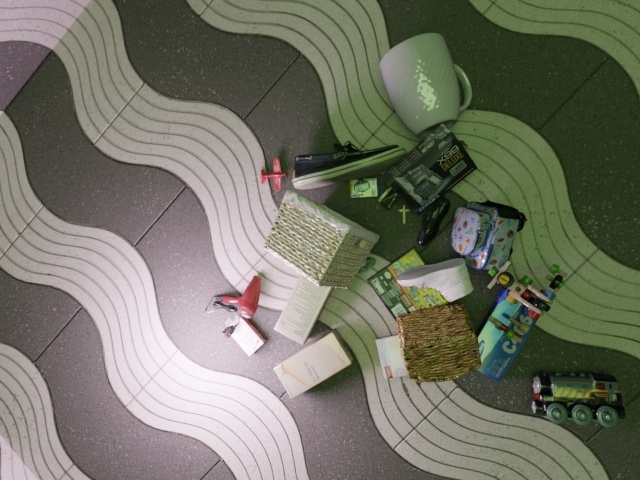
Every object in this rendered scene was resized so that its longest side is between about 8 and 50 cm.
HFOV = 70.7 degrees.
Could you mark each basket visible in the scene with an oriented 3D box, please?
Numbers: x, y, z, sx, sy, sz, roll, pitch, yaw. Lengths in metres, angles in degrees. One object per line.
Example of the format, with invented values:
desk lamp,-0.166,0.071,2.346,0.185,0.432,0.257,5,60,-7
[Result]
basket,0.000,0.000,1.819,0.331,0.328,0.267,33,98,26
basket,0.473,0.417,1.815,0.298,0.223,0.214,-14,113,10

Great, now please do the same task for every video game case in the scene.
video game case,0.378,0.210,1.929,0.248,0.035,0.275,-36,83,8

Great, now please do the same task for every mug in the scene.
mug,0.455,-0.607,1.820,0.373,0.276,0.329,-14,84,-24

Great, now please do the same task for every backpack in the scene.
backpack,0.642,-0.013,1.770,0.212,0.276,0.264,-1,103,-5

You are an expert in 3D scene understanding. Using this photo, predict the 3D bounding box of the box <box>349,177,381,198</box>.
box,0.196,-0.228,1.967,0.136,0.028,0.081,-4,88,12

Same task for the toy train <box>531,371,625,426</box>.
toy train,1.005,0.618,1.773,0.333,0.142,0.191,-1,77,12

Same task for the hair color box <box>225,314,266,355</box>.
hair color box,-0.336,0.427,2.042,0.093,0.053,0.167,-43,82,5

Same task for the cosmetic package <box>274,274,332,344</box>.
cosmetic package,-0.062,0.278,1.957,0.153,0.129,0.296,28,94,8

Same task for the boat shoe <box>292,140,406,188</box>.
boat shoe,0.108,-0.339,1.900,0.499,0.186,0.156,-10,83,18

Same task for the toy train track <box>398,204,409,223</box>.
toy train track,0.360,-0.112,1.944,0.048,0.014,0.084,-1,90,10

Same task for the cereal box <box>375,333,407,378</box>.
cereal box,0.368,0.477,1.907,0.239,0.047,0.173,-13,86,11

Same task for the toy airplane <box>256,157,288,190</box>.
toy airplane,-0.216,-0.292,2.039,0.151,0.028,0.152,0,88,10

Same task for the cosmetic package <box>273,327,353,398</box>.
cosmetic package,-0.027,0.532,1.958,0.309,0.113,0.160,-34,84,7

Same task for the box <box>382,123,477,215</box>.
box,0.438,-0.277,1.807,0.307,0.242,0.077,-40,40,15

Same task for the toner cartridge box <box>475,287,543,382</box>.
toner cartridge box,0.739,0.384,1.844,0.165,0.075,0.348,29,95,10

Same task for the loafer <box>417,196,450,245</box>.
loafer,0.466,-0.083,1.903,0.078,0.076,0.223,34,100,43

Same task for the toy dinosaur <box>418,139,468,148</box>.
toy dinosaur,0.478,-0.416,1.904,0.268,0.064,0.118,29,80,12

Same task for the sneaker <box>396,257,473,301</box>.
sneaker,0.467,0.185,1.839,0.292,0.108,0.169,-15,113,31

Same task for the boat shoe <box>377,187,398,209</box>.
boat shoe,0.343,-0.230,1.918,0.068,0.081,0.228,44,104,5

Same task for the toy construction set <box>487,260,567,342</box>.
toy construction set,0.730,0.212,1.720,0.237,0.257,0.309,34,122,20

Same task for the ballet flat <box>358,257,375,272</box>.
ballet flat,0.146,0.112,1.948,0.188,0.070,0.070,-27,85,8

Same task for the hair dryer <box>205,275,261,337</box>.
hair dryer,-0.376,0.266,2.016,0.293,0.080,0.224,-40,59,-5
